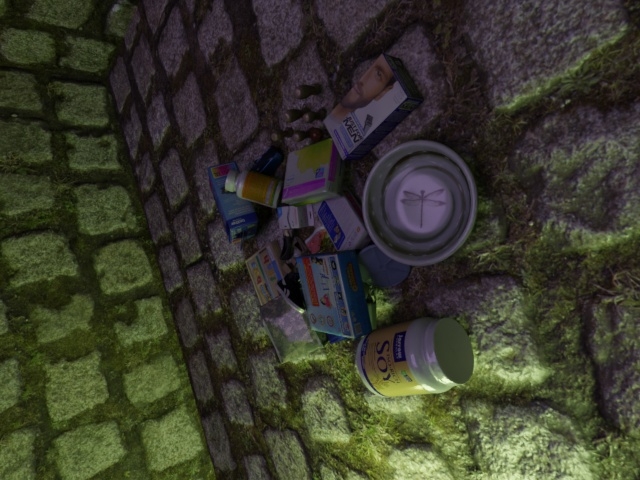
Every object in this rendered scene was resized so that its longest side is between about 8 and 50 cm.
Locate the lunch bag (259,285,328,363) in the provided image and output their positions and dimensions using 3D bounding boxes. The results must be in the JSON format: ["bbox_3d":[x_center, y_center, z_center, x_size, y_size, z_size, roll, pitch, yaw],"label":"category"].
[{"bbox_3d":[-0.114,0.363,1.815,0.235,0.169,0.286,-29,84,23],"label":"lunch bag"}]

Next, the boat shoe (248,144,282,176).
[{"bbox_3d":[-0.274,-0.349,1.947,0.258,0.109,0.088,-35,65,28],"label":"boat shoe"}]

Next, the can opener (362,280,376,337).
[{"bbox_3d":[0.173,0.257,1.603,0.074,0.093,0.280,10,111,47],"label":"can opener"}]

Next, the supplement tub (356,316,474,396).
[{"bbox_3d":[0.310,0.391,1.370,0.331,0.241,0.240,-30,77,46],"label":"supplement tub"}]

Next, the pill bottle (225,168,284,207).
[{"bbox_3d":[-0.301,-0.244,1.864,0.246,0.136,0.136,16,118,-2],"label":"pill bottle"}]

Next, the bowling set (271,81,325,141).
[{"bbox_3d":[-0.051,-0.472,1.664,0.200,0.154,0.287,46,129,6],"label":"bowling set"}]

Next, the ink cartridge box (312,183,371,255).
[{"bbox_3d":[0.080,-0.094,1.599,0.370,0.069,0.175,61,136,39],"label":"ink cartridge box"}]

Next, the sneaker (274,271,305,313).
[{"bbox_3d":[-0.103,0.201,1.702,0.121,0.079,0.217,-48,41,-3],"label":"sneaker"}]

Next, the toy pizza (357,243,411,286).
[{"bbox_3d":[0.224,0.088,1.476,0.202,0.032,0.201,5,126,7],"label":"toy pizza"}]

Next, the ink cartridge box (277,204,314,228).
[{"bbox_3d":[-0.114,-0.108,1.841,0.180,0.060,0.104,-2,97,47],"label":"ink cartridge box"}]

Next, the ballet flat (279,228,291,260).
[{"bbox_3d":[-0.164,0.025,1.906,0.057,0.049,0.173,-127,34,-49],"label":"ballet flat"}]

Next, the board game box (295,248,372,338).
[{"bbox_3d":[0.043,0.196,1.545,0.302,0.086,0.307,-8,95,59],"label":"board game box"}]

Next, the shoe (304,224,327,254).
[{"bbox_3d":[0.000,0.000,1.747,0.178,0.064,0.081,-43,68,48],"label":"shoe"}]

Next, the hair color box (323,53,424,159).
[{"bbox_3d":[0.173,-0.453,1.432,0.339,0.110,0.185,-39,69,42],"label":"hair color box"}]

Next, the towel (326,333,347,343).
[{"bbox_3d":[0.056,0.263,1.705,0.228,0.076,0.308,-43,65,54],"label":"towel"}]

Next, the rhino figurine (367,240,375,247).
[{"bbox_3d":[0.179,0.045,1.552,0.243,0.073,0.106,-56,36,39],"label":"rhino figurine"}]

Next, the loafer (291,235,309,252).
[{"bbox_3d":[-0.102,0.017,1.870,0.125,0.039,0.045,38,125,35],"label":"loafer"}]

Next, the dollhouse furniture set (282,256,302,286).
[{"bbox_3d":[-0.106,0.116,1.850,0.161,0.101,0.181,48,129,28],"label":"dollhouse furniture set"}]

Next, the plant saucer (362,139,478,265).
[{"bbox_3d":[0.325,-0.119,1.328,0.401,0.101,0.399,4,96,41],"label":"plant saucer"}]

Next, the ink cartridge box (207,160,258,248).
[{"bbox_3d":[-0.424,-0.154,2.026,0.395,0.151,0.270,67,163,10],"label":"ink cartridge box"}]

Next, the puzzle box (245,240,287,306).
[{"bbox_3d":[-0.234,0.236,2.049,0.272,0.052,0.408,-35,73,45],"label":"puzzle box"}]

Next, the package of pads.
[{"bbox_3d":[-0.031,-0.270,1.639,0.297,0.101,0.228,-6,73,49],"label":"package of pads"}]

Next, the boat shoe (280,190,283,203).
[{"bbox_3d":[-0.123,-0.205,1.825,0.183,0.066,0.066,-4,94,47],"label":"boat shoe"}]
